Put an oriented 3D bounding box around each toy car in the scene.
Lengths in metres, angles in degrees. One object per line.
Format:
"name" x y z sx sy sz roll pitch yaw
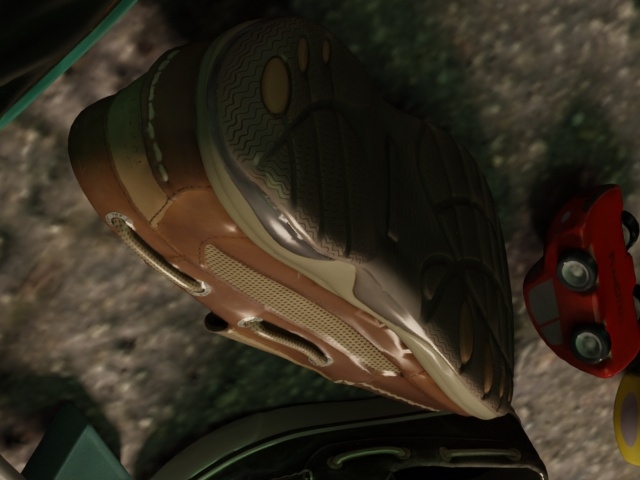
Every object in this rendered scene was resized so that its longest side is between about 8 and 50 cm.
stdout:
"toy car" 0.141 0.117 0.995 0.239 0.053 0.225 50 52 -45

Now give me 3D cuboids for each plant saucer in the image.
"plant saucer" -0.149 0.172 0.905 0.192 0.018 0.067 -59 142 -28

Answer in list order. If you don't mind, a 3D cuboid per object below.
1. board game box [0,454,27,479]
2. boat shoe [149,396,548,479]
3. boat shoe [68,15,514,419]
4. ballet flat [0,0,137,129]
"board game box" -0.292 0.155 0.673 0.390 0.050 0.390 -16 159 -1
"boat shoe" 0.015 0.130 0.999 0.219 0.070 0.078 -13 131 -18
"boat shoe" 0.000 0.000 0.869 0.116 0.123 0.324 -9 150 24
"ballet flat" -0.160 -0.047 0.692 0.096 0.095 0.280 44 63 -26
